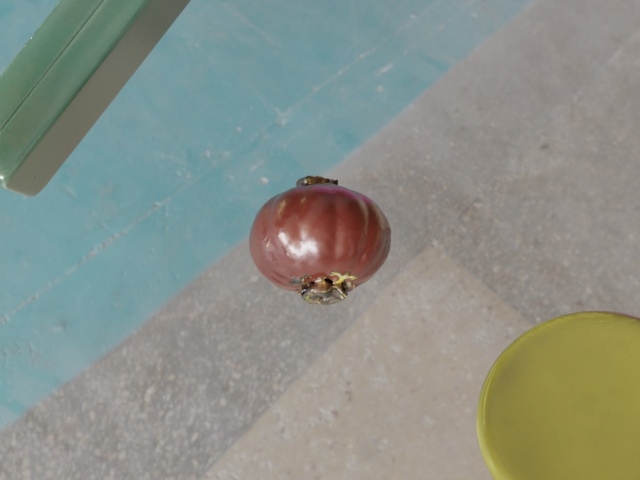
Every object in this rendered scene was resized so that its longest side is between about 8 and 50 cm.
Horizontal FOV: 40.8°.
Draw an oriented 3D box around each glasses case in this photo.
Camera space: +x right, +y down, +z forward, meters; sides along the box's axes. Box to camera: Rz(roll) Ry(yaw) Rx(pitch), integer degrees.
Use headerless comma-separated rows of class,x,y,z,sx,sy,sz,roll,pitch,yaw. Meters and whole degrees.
glasses case,-0.136,-0.110,0.505,0.039,0.078,0.184,37,86,-2

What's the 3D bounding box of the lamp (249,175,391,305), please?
lamp,0.000,0.000,0.608,0.101,0.101,0.090,3,73,-20

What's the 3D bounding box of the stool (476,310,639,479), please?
stool,0.142,0.107,0.433,0.135,0.110,0.134,-46,51,-11
